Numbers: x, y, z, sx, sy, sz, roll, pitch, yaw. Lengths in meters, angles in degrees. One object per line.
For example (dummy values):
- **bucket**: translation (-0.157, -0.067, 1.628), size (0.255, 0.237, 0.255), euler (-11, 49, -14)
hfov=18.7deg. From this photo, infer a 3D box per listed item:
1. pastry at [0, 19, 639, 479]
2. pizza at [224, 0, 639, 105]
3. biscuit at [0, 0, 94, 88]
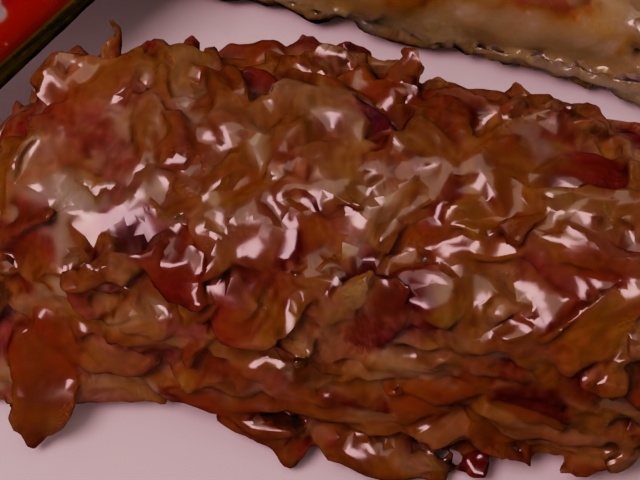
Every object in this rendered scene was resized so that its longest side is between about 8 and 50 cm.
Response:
- **pastry**: translation (0.000, -0.002, 0.389), size (0.169, 0.063, 0.087), euler (5, 64, 3)
- **pizza**: translation (0.021, -0.088, 0.452), size (0.185, 0.036, 0.176), euler (-28, 65, -14)
- **biscuit**: translation (-0.094, -0.034, 0.409), size (0.292, 0.026, 0.048), euler (-44, 64, -10)
